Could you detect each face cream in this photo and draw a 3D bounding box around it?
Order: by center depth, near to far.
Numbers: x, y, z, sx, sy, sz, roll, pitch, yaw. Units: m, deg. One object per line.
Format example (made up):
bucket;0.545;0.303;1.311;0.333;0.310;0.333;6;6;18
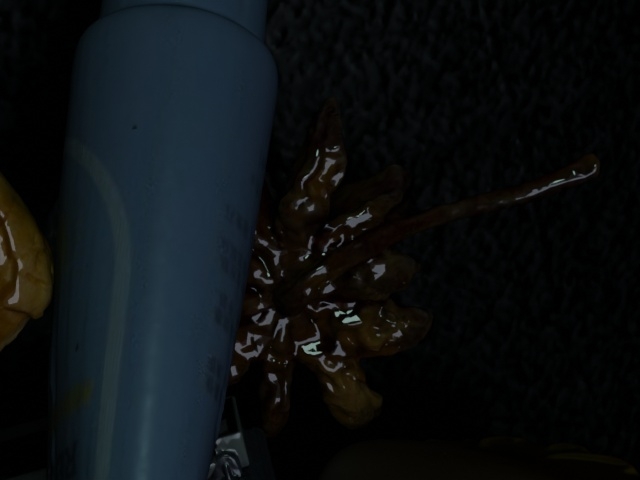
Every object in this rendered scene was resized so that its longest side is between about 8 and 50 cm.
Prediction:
face cream;-0.068;0.014;0.680;0.086;0.135;0.385;11;64;-14

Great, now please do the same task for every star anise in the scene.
star anise;0.001;-0.003;0.814;0.177;0.073;0.234;41;90;-22

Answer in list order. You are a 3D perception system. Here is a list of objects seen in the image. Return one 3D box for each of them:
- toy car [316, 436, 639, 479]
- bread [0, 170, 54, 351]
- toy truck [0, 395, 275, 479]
toy car;0.035;0.216;0.774;0.341;0.271;0.240;2;93;-49
bread;-0.200;-0.008;0.674;0.149;0.158;0.143;-37;116;-8
toy truck;-0.115;0.121;0.759;0.192;0.083;0.092;-16;110;-3
